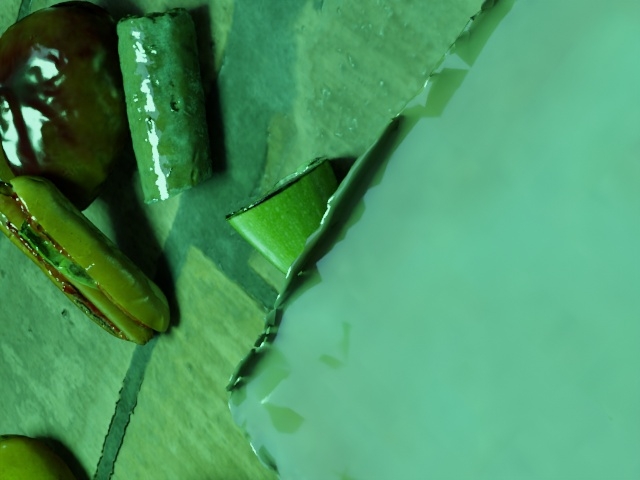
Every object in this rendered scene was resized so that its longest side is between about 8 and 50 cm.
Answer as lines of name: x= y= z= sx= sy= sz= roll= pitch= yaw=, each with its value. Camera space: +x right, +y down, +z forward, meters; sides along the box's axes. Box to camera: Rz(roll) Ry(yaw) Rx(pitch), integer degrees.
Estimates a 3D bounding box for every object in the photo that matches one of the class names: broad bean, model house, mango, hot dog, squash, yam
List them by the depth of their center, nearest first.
model house: x=0.277 y=0.051 z=0.618 sx=0.445 sy=0.400 sz=0.395 roll=41 pitch=112 yaw=20
squash: x=-0.005 y=0.007 z=1.056 sx=0.105 sy=0.105 sz=0.132 roll=-26 pitch=100 yaw=43
yam: x=-0.146 y=-0.128 z=1.152 sx=0.078 sy=0.078 sz=0.179 roll=-4 pitch=97 yaw=43
hot dog: x=-0.247 y=0.019 z=1.217 sx=0.235 sy=0.062 sz=0.092 roll=44 pitch=140 yaw=-18
broad bean: x=-0.262 y=-0.131 z=1.231 sx=0.156 sy=0.122 sz=0.229 roll=18 pitch=120 yaw=12
mango: x=-0.329 y=0.321 z=1.392 sx=0.221 sy=0.120 sz=0.151 roll=48 pitch=131 yaw=16
